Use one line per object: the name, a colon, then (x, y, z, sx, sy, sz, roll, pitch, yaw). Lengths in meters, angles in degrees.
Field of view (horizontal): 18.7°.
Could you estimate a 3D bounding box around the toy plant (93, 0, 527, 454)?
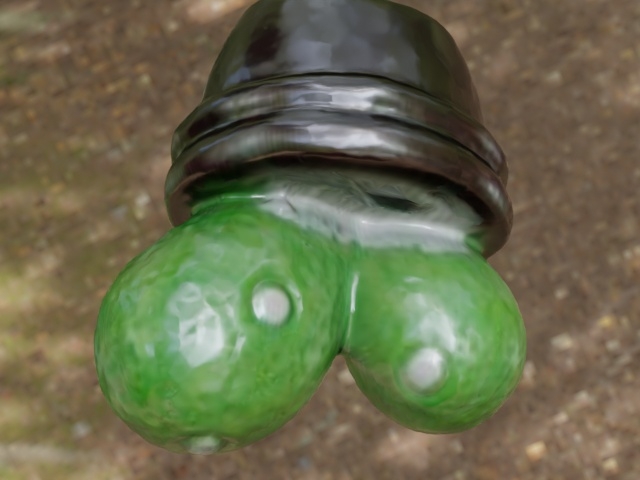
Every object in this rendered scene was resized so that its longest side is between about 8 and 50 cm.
toy plant: (0.000, 0.000, 0.970, 0.218, 0.235, 0.175, 8, -24, -14)
